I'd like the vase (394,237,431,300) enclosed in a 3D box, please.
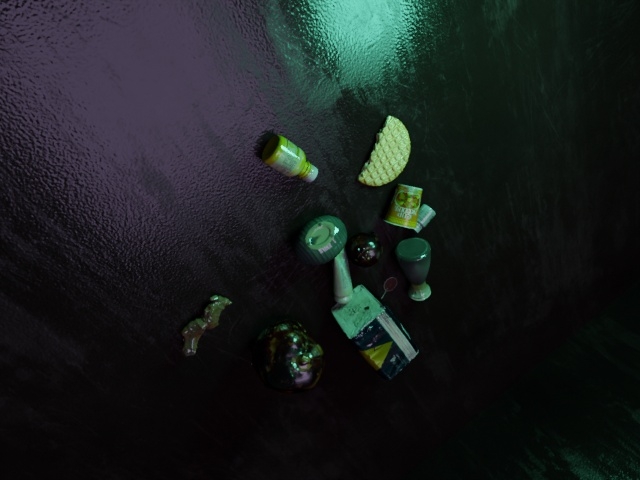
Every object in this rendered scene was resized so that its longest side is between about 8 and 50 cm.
[{"bbox_3d":[0.482,0.153,2.065,0.173,0.173,0.321,-29,129,-12],"label":"vase"}]

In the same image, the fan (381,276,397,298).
[{"bbox_3d":[0.352,0.248,2.129,0.085,0.005,0.133,26,99,-34],"label":"fan"}]

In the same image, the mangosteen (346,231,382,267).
[{"bbox_3d":[0.205,0.036,1.879,0.173,0.184,0.172,12,126,17],"label":"mangosteen"}]

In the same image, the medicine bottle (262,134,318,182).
[{"bbox_3d":[-0.108,-0.302,1.573,0.213,0.122,0.121,28,98,-34],"label":"medicine bottle"}]

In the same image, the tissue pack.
[{"bbox_3d":[0.268,0.452,2.027,0.253,0.264,0.416,-39,124,-4],"label":"tissue pack"}]

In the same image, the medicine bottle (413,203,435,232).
[{"bbox_3d":[0.489,-0.104,1.987,0.080,0.080,0.130,38,93,-34],"label":"medicine bottle"}]

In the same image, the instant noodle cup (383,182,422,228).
[{"bbox_3d":[0.389,-0.161,1.877,0.169,0.168,0.184,8,101,-29],"label":"instant noodle cup"}]

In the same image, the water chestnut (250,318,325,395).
[{"bbox_3d":[-0.152,0.536,1.871,0.336,0.347,0.334,3,73,-10],"label":"water chestnut"}]

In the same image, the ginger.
[{"bbox_3d":[-0.496,0.354,1.725,0.290,0.084,0.122,-53,146,0],"label":"ginger"}]

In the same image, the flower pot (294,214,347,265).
[{"bbox_3d":[0.000,0.000,1.724,0.243,0.189,0.157,-41,166,-9],"label":"flower pot"}]

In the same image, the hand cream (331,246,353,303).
[{"bbox_3d":[0.100,0.158,1.900,0.093,0.147,0.305,6,121,18],"label":"hand cream"}]

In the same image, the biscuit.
[{"bbox_3d":[0.300,-0.369,1.793,0.205,0.040,0.308,18,104,-32],"label":"biscuit"}]
